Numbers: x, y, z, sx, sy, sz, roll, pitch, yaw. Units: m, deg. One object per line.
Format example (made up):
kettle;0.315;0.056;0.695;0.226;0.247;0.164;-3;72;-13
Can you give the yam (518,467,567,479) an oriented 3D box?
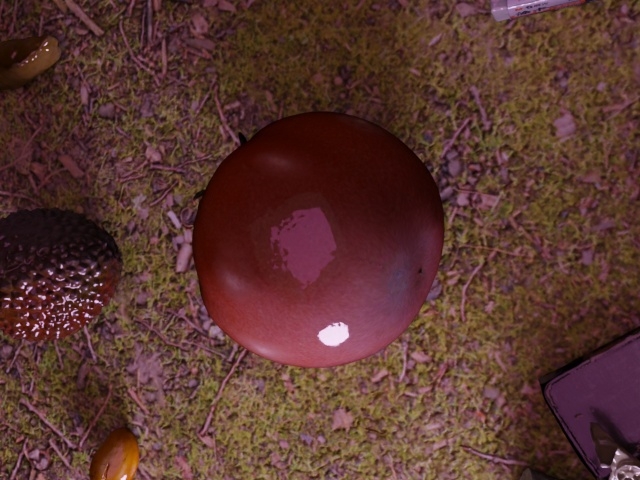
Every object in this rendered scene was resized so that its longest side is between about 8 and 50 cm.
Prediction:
yam;0.320;0.306;0.744;0.259;0.093;0.093;14;99;15

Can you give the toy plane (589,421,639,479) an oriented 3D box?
toy plane;0.396;0.217;0.690;0.287;0.092;0.108;2;117;8

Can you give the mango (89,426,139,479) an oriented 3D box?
mango;-0.260;0.278;0.951;0.060;0.046;0.089;19;96;16

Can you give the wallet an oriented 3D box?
wallet;0.348;0.140;0.753;0.232;0.031;0.121;-33;81;15

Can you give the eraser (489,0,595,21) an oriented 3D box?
eraser;0.231;-0.247;0.746;0.122;0.052;0.029;-7;91;19

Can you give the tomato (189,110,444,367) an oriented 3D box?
tomato;0.000;0.000;0.741;0.225;0.256;0.255;18;100;31

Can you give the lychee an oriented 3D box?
lychee;-0.333;0.041;0.893;0.198;0.165;0.165;-20;88;19

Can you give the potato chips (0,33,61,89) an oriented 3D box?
potato chips;-0.519;-0.243;0.985;0.407;0.057;0.080;10;84;17
